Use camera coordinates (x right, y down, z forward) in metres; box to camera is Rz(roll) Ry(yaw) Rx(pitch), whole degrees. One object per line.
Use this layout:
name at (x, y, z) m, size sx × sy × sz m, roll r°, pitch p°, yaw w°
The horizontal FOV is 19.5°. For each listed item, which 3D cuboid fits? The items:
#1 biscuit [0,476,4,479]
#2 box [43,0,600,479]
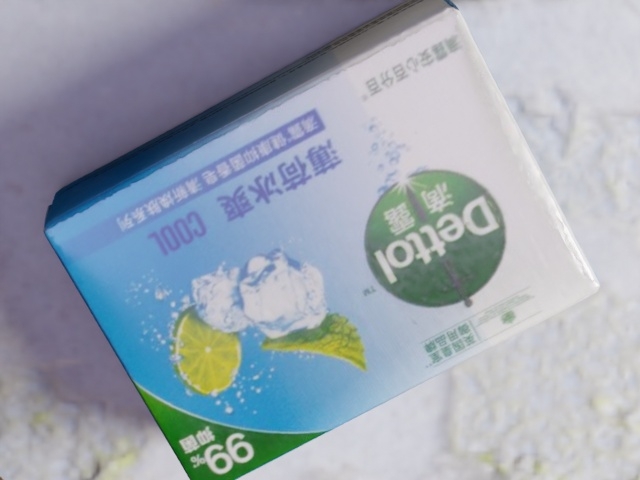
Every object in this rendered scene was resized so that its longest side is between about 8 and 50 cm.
biscuit at (-0.274, 0.163, 0.782) m, size 0.326 × 0.107 × 0.325 m, roll 0°, pitch 98°, yaw -2°
box at (-0.001, 0.000, 0.800) m, size 0.194 × 0.073 × 0.139 m, roll -28°, pitch 104°, yaw 3°
